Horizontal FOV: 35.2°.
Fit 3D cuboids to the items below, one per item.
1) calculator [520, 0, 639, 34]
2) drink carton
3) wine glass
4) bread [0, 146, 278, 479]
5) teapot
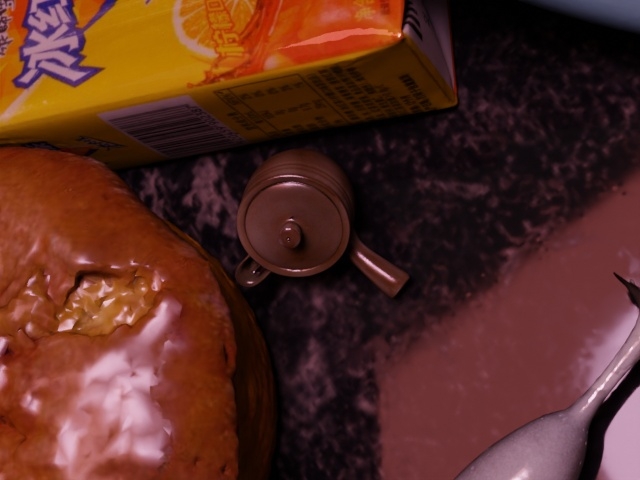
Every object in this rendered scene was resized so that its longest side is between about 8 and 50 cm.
[{"bbox_3d":[0.148,-0.217,0.453,0.386,0.256,0.054,16,39,-9],"label":"calculator"},{"bbox_3d":[-0.099,-0.139,0.649,0.351,0.111,0.155,-9,72,22],"label":"drink carton"},{"bbox_3d":[0.113,0.111,0.518,0.066,0.066,0.198,41,95,27],"label":"wine glass"},{"bbox_3d":[-0.164,0.100,0.584,0.312,0.172,0.312,-4,79,21],"label":"bread"},{"bbox_3d":[0.000,0.000,0.600,0.110,0.080,0.085,33,117,-10],"label":"teapot"}]
